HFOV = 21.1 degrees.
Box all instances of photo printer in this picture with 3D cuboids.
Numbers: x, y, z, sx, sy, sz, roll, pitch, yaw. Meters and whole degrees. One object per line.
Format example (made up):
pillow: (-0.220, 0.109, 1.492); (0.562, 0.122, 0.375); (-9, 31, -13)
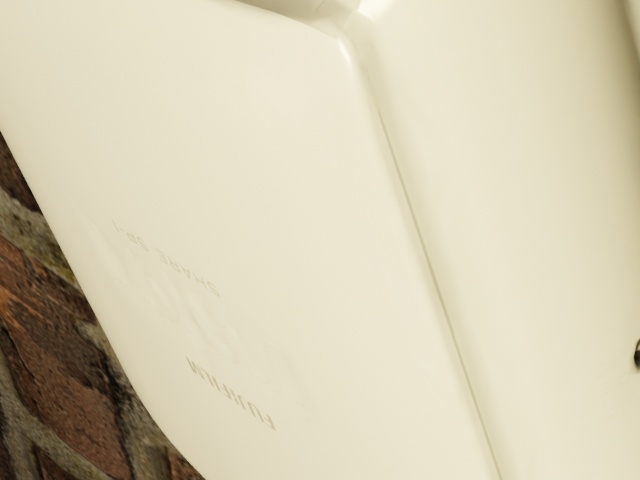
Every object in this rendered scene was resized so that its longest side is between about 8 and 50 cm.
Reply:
photo printer: (0.006, 0.004, 0.526); (0.256, 0.107, 0.307); (30, 150, 44)
